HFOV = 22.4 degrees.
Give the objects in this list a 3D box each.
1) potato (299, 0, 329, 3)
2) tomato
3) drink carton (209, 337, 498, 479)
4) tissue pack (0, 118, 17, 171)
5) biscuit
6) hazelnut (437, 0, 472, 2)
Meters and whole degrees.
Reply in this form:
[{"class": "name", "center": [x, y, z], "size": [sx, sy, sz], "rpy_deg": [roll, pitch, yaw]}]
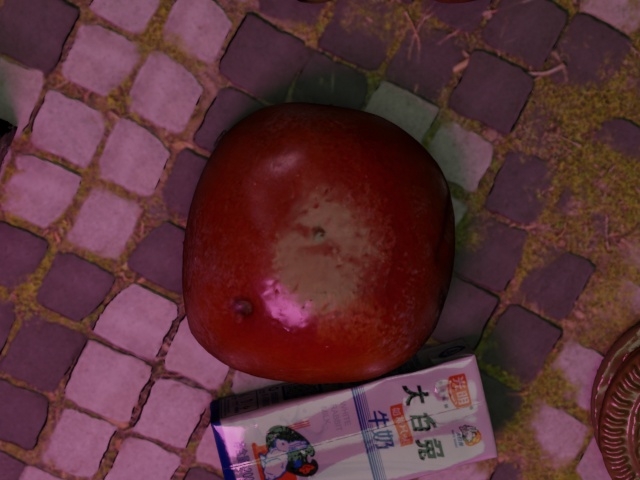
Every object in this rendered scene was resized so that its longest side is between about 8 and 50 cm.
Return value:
[{"class": "potato", "center": [0.021, -0.395, 1.750], "size": [0.111, 0.160, 0.272], "rpy_deg": [-6, 99, -27]}, {"class": "tomato", "center": [-0.006, -0.002, 1.762], "size": [0.338, 0.144, 0.339], "rpy_deg": [0, 86, 5]}, {"class": "drink carton", "center": [0.038, 0.217, 1.856], "size": [0.314, 0.106, 0.131], "rpy_deg": [-14, 101, -1]}, {"class": "tissue pack", "center": [-0.540, -0.090, 1.731], "size": [0.370, 0.198, 0.210], "rpy_deg": [21, 100, -6]}, {"class": "biscuit", "center": [0.439, 0.206, 1.889], "size": [0.259, 0.079, 0.259], "rpy_deg": [0, 100, -2]}, {"class": "hazelnut", "center": [0.156, -0.336, 1.773], "size": [0.150, 0.150, 0.150], "rpy_deg": [0, 99, -3]}]
